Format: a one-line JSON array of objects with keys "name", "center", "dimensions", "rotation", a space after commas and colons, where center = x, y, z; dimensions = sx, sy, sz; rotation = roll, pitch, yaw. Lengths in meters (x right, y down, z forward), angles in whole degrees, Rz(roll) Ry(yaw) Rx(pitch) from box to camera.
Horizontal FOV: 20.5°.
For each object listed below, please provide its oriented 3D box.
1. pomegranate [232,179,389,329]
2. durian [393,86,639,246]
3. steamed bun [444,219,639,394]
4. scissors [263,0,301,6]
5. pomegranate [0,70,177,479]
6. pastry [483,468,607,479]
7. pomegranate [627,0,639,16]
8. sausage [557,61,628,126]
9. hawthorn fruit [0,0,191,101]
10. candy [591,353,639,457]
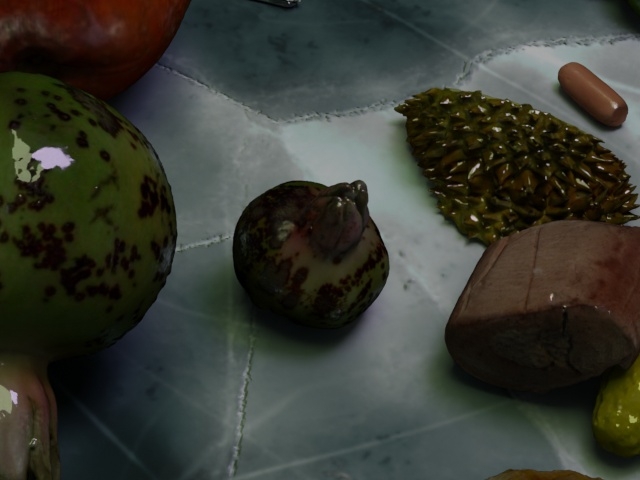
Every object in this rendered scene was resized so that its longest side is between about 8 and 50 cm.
[{"name": "pomegranate", "center": [-0.007, 0.010, 1.513], "dimensions": [0.138, 0.163, 0.125], "rotation": [37, 79, 1]}, {"name": "durian", "center": [0.178, -0.078, 1.641], "dimensions": [0.252, 0.144, 0.139], "rotation": [11, 27, 11]}, {"name": "steamed bun", "center": [0.204, 0.054, 1.503], "dimensions": [0.175, 0.106, 0.145], "rotation": [-11, 32, 34]}, {"name": "scissors", "center": [-0.189, -0.300, 1.841], "dimensions": [0.360, 0.029, 0.191], "rotation": [17, 49, 9]}, {"name": "pomegranate", "center": [-0.253, 0.038, 1.424], "dimensions": [0.285, 0.285, 0.341], "rotation": [1, 79, -4]}, {"name": "pastry", "center": [0.172, 0.261, 1.350], "dimensions": [0.182, 0.093, 0.192], "rotation": [3, 50, 0]}, {"name": "pomegranate", "center": [0.342, -0.283, 1.831], "dimensions": [0.161, 0.122, 0.122], "rotation": [-2, 43, 31]}, {"name": "sausage", "center": [0.268, -0.145, 1.747], "dimensions": [0.034, 0.034, 0.083], "rotation": [-29, 57, -26]}, {"name": "hawthorn fruit", "center": [-0.258, -0.248, 1.654], "dimensions": [0.284, 0.284, 0.284], "rotation": [3, 49, -3]}, {"name": "candy", "center": [0.299, 0.106, 1.498], "dimensions": [0.106, 0.094, 0.199], "rotation": [37, 61, 17]}]
